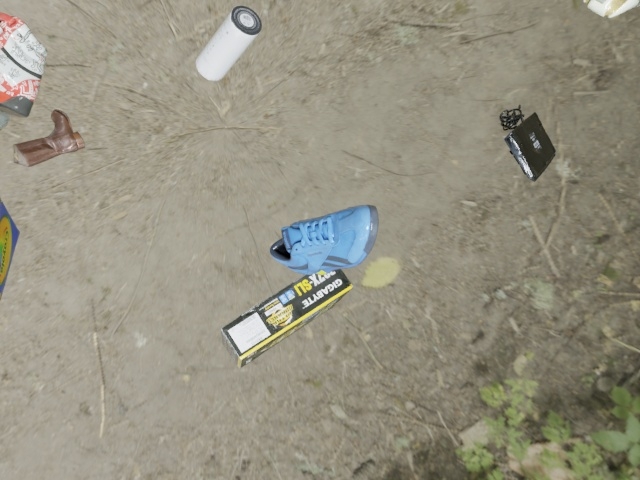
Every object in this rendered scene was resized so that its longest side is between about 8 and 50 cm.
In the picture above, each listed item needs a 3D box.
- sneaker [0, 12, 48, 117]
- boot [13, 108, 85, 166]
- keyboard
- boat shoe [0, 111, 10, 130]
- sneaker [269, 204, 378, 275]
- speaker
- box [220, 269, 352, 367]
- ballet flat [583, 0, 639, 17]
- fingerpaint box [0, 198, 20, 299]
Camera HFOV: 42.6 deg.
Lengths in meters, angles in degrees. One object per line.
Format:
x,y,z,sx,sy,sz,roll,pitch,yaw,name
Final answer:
-0.569,-0.317,1.328,0.270,0.090,0.145,27,77,-49,sneaker
-0.467,-0.170,1.366,0.114,0.106,0.037,-26,144,-29,boot
0.279,-0.138,1.140,0.038,0.192,0.100,-26,94,28,keyboard
-0.761,-0.286,1.552,0.335,0.121,0.119,36,101,-31,boat shoe
0.000,0.000,1.060,0.082,0.209,0.069,12,71,-24,sneaker
-0.148,-0.310,1.301,0.055,0.136,0.055,15,59,-28,speaker
-0.078,0.156,1.683,0.257,0.322,0.079,-34,84,-12,box
0.145,-0.131,0.401,0.041,0.114,0.041,0,91,15,ballet flat
-0.616,0.067,1.198,0.163,0.371,0.445,2,57,1,fingerpaint box
